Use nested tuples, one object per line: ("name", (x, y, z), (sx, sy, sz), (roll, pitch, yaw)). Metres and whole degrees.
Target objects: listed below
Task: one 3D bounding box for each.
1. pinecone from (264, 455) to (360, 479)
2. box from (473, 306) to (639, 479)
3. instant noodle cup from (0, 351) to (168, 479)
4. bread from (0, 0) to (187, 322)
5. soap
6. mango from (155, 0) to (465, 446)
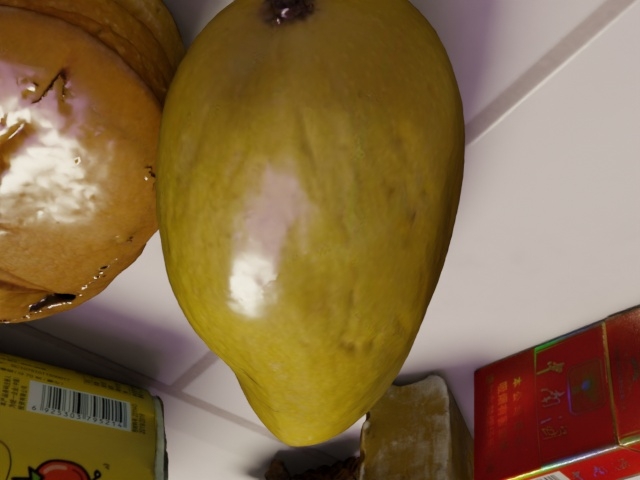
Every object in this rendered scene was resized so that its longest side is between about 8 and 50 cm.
("pinecone", (0.014, 0.310, 0.903), (0.212, 0.168, 0.186), (43, 144, -17))
("box", (0.195, 0.125, 0.704), (0.175, 0.112, 0.048), (-29, 126, 34))
("instant noodle cup", (-0.275, 0.229, 0.771), (0.254, 0.325, 0.325), (10, 140, -18))
("bread", (-0.189, -0.051, 0.547), (0.195, 0.142, 0.270), (35, 130, -27))
("soap", (0.108, 0.254, 0.812), (0.080, 0.160, 0.257), (-12, 130, 18))
("mango", (0.003, -0.008, 0.529), (0.142, 0.195, 0.331), (22, 157, 16))
